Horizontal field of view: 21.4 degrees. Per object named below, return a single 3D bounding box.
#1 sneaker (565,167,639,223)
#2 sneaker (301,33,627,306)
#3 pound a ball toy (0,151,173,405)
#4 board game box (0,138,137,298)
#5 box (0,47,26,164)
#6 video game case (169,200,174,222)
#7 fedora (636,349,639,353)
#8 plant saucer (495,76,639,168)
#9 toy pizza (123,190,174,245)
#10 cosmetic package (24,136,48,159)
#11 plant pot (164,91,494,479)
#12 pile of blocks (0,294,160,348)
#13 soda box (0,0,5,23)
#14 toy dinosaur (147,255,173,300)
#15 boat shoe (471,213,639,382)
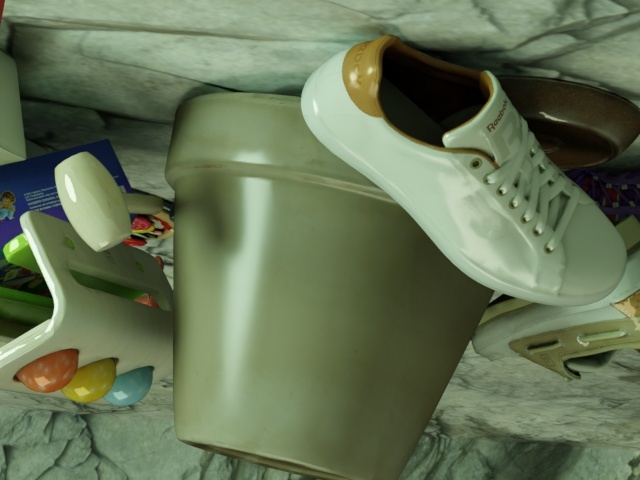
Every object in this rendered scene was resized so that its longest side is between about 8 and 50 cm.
[{"bbox_3d":[0.253,-0.033,1.445,0.170,0.068,0.071,-5,156,46],"label":"sneaker"},{"bbox_3d":[0.127,-0.047,1.248,0.290,0.106,0.123,32,154,-16],"label":"sneaker"},{"bbox_3d":[-0.193,0.055,1.442,0.208,0.135,0.319,-29,164,11],"label":"pound a ball toy"},{"bbox_3d":[-0.357,0.035,1.513,0.347,0.078,0.233,-17,161,-29],"label":"board game box"},{"bbox_3d":[-0.385,-0.090,1.353,0.275,0.094,0.113,-12,167,13],"label":"box"},{"bbox_3d":[0.000,0.000,1.821,0.274,0.026,0.196,2,166,19],"label":"video game case"},{"bbox_3d":[0.299,0.030,1.573,0.079,0.194,0.194,-35,166,-4],"label":"fedora"},{"bbox_3d":[0.170,-0.088,1.336,0.169,0.029,0.168,8,166,2],"label":"plant saucer"},{"bbox_3d":[-0.245,-0.025,1.842,0.201,0.032,0.201,8,167,2],"label":"toy pizza"},{"bbox_3d":[-0.365,-0.080,1.568,0.117,0.085,0.231,-1,166,27],"label":"cosmetic package"},{"bbox_3d":[-0.002,0.056,1.440,0.323,0.280,0.323,14,170,2],"label":"plant pot"},{"bbox_3d":[-0.279,0.100,2.299,0.362,0.149,0.112,6,127,-35],"label":"pile of blocks"},{"bbox_3d":[-0.224,-0.128,0.883,0.083,0.263,0.092,-4,163,37],"label":"soda box"},{"bbox_3d":[-0.211,0.041,2.092,0.090,0.047,0.082,16,150,11],"label":"toy dinosaur"},{"bbox_3d":[0.216,0.073,1.490,0.113,0.103,0.302,-33,176,-20],"label":"boat shoe"}]
